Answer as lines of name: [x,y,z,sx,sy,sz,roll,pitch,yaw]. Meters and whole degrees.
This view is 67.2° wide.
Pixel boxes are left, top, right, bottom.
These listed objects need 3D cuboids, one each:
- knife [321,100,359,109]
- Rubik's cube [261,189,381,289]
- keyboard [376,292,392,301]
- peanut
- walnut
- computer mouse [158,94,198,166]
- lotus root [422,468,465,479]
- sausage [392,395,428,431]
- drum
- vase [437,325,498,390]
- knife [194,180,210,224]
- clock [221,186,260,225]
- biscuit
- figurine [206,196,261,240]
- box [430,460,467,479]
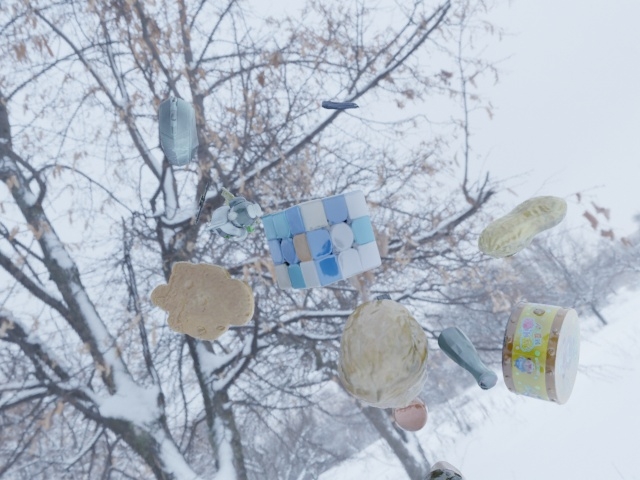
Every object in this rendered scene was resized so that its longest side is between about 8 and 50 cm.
knife: [0.058,-0.391,1.393,0.121,0.018,0.031,7,-14,28]
Rubik's cube: [0.000,0.000,2.073,0.346,0.347,0.344,-18,3,-35]
keyboard: [0.311,0.310,2.158,0.067,0.202,0.011,-12,-53,-6]
peanut: [0.682,-0.047,1.628,0.313,0.149,0.149,-34,-20,8]
walnut: [0.198,0.363,1.513,0.306,0.306,0.344,-49,15,39]
computer mouse: [-0.474,-0.359,1.589,0.126,0.231,0.071,1,15,1]
lotus root: [0.309,0.637,1.212,0.120,0.120,0.210,-21,-36,-27]
sausage: [0.315,0.596,1.698,0.121,0.121,0.304,-32,-15,2]
drum: [0.965,0.482,2.090,0.214,0.432,0.431,2,6,41]
vase: [0.420,0.335,1.370,0.086,0.214,0.086,-6,-66,-14]
knife: [-0.503,-0.151,2.031,0.021,0.046,0.222,14,-58,-19]
clock: [-0.370,-0.146,2.170,0.057,0.237,0.237,-49,-20,-4]
biscuit: [-0.408,0.209,1.665,0.375,0.270,0.051,5,4,10]
figurine: [-0.265,-0.061,1.459,0.192,0.126,0.147,-15,12,33]
box: [0.436,0.816,1.569,0.088,0.200,0.146,-33,12,-20]
